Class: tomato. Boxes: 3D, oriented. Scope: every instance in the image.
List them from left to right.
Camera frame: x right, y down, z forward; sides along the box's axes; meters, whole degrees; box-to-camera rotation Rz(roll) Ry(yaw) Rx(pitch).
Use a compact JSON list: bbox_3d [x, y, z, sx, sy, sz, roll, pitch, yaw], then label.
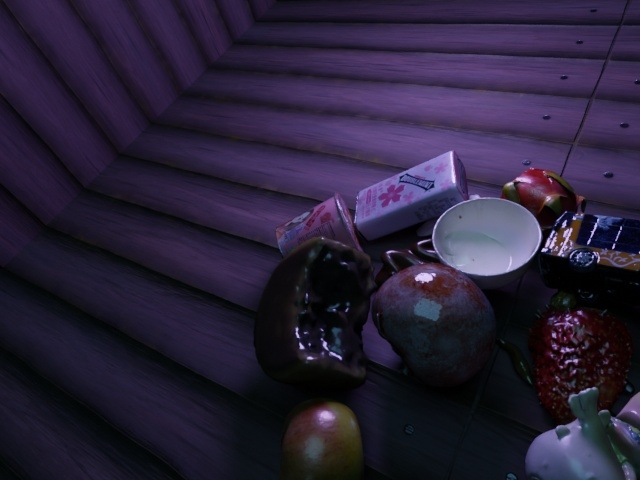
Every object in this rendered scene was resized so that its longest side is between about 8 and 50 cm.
[{"bbox_3d":[0.278,0.210,1.193,0.282,0.317,0.317,-38,49,-3],"label":"tomato"}]

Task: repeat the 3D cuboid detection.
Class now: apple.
[{"bbox_3d":[0.002,0.500,1.099,0.194,0.261,0.261,-3,49,-4],"label":"apple"}]

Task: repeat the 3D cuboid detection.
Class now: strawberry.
[{"bbox_3d":[0.624,0.284,1.125,0.233,0.138,0.306,-1,50,18],"label":"strawberry"}]

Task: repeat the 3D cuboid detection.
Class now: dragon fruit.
[{"bbox_3d":[0.637,-0.095,1.388,0.224,0.224,0.227,-35,62,-10],"label":"dragon fruit"}]

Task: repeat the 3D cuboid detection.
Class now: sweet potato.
[{"bbox_3d":[0.501,0.301,1.219,0.041,0.038,0.153,-17,45,-10],"label":"sweet potato"}]

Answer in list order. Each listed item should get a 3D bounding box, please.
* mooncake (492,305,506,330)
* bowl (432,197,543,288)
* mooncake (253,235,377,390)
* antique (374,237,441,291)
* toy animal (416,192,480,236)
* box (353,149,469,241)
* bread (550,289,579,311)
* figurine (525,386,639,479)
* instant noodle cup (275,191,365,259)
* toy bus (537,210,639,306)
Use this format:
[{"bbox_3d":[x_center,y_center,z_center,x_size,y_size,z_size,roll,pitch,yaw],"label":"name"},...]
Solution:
[{"bbox_3d":[0.586,0.119,1.322,0.347,0.150,0.057,-54,23,-8],"label":"mooncake"},{"bbox_3d":[0.453,0.026,1.308,0.277,0.145,0.277,-9,47,10],"label":"bowl"},{"bbox_3d":[0.007,0.197,1.292,0.394,0.246,0.393,-57,37,4],"label":"mooncake"},{"bbox_3d":[0.283,0.093,1.425,0.257,0.121,0.143,-15,57,-2],"label":"antique"},{"bbox_3d":[0.408,-0.085,1.522,0.221,0.131,0.104,-12,70,13],"label":"toy animal"},{"bbox_3d":[0.282,-0.139,1.539,0.369,0.112,0.190,-22,39,29],"label":"box"},{"bbox_3d":[0.662,0.150,1.271,0.110,0.060,0.066,-38,21,-19],"label":"bread"},{"bbox_3d":[0.601,0.400,0.967,0.394,0.274,0.226,-23,15,-12],"label":"figurine"},{"bbox_3d":[0.000,0.000,1.538,0.231,0.243,0.243,-23,47,10],"label":"instant noodle cup"},{"bbox_3d":[0.728,0.050,1.160,0.323,0.162,0.194,14,57,43],"label":"toy bus"}]
